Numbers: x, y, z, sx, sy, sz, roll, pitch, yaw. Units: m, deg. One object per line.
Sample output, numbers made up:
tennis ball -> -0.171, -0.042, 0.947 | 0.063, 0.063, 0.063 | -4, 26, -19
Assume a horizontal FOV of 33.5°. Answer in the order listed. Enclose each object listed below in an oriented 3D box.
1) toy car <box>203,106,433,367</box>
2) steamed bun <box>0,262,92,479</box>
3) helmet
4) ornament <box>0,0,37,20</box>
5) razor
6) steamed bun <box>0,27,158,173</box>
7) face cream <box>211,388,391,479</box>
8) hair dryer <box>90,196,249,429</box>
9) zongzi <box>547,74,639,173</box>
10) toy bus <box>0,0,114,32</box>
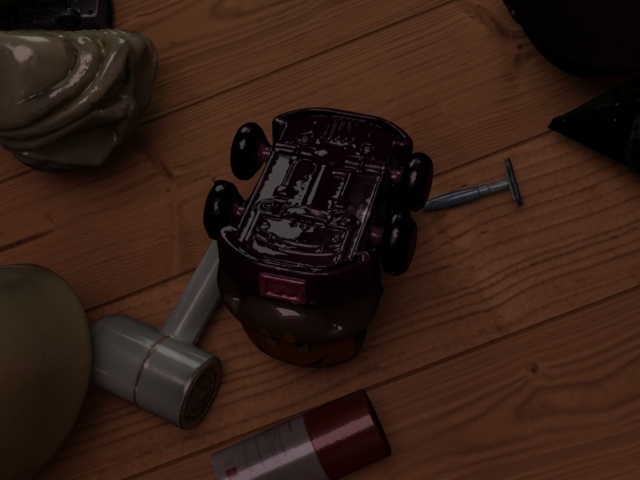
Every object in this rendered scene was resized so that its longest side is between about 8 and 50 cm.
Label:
toy car -> 0.000, 0.000, 1.403 | 0.271, 0.240, 0.340 | 12, 47, 12
steamed bun -> -0.528, 0.225, 1.325 | 0.456, 0.371, 0.289 | -23, 86, 22
helmet -> 0.378, -0.313, 1.419 | 0.225, 0.305, 0.177 | -25, 105, -3
ornament -> -0.454, -0.345, 1.467 | 0.202, 0.236, 0.080 | -25, 101, 8
razor -> 0.205, -0.064, 1.467 | 0.135, 0.040, 0.068 | -16, 70, 11
steamed bun -> -0.373, -0.195, 1.500 | 0.268, 0.280, 0.207 | 1, 101, 1
face cream -> -0.024, 0.276, 1.371 | 0.214, 0.096, 0.095 | -24, 70, 2
hair dryer -> -0.173, 0.070, 1.479 | 0.173, 0.107, 0.357 | 23, 70, 16
zongzi -> 0.490, -0.128, 1.349 | 0.362, 0.319, 0.383 | -20, 52, 15
toy bus -> -0.425, -0.356, 1.643 | 0.199, 0.108, 0.096 | -5, 73, 8
